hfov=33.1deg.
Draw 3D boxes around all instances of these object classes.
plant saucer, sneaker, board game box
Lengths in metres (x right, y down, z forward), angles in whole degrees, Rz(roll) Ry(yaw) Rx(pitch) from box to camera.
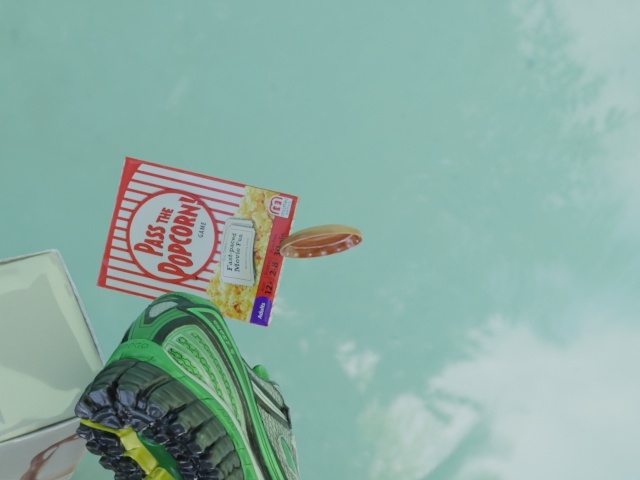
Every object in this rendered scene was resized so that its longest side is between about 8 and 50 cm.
[{"bbox_3d":[0.000,0.000,1.061,0.083,0.013,0.083,-9,164,-3],"label":"plant saucer"},{"bbox_3d":[-0.055,0.183,0.865,0.134,0.146,0.343,-3,131,26],"label":"sneaker"},{"bbox_3d":[-0.132,0.001,1.175,0.193,0.147,0.045,13,-177,2],"label":"board game box"}]

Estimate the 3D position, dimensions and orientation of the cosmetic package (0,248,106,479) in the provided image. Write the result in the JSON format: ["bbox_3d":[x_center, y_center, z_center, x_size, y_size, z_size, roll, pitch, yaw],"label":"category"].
[{"bbox_3d":[-0.289,0.144,0.955,0.153,0.129,0.296,66,150,15],"label":"cosmetic package"}]
